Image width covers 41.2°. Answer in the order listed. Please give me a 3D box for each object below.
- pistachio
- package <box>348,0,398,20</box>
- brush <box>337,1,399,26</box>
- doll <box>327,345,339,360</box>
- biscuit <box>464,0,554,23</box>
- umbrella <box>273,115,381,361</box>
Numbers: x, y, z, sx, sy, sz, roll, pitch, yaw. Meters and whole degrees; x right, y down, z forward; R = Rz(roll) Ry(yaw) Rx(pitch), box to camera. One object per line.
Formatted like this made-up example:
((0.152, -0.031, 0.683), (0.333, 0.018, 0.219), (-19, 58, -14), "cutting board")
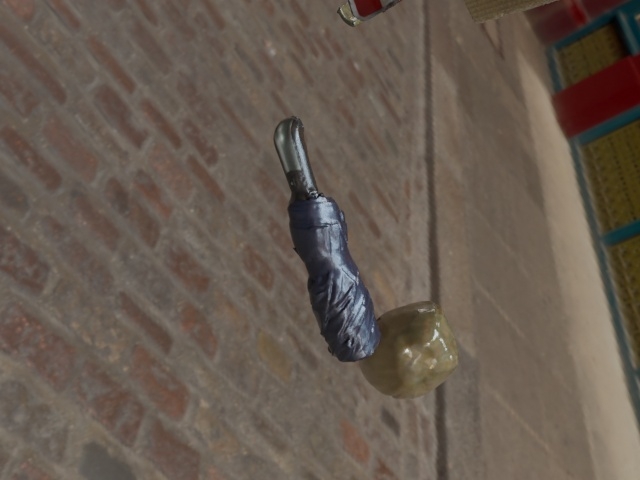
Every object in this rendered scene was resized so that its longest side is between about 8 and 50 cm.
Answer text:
((0.116, 0.150, 1.167), (0.226, 0.136, 0.135), (126, -57, -74), "pistachio")
((0.098, -0.324, 0.815), (0.030, 0.239, 0.154), (-24, 94, -48), "package")
((0.095, -0.410, 1.478), (0.043, 0.036, 0.248), (37, 40, 6), "brush")
((0.030, 0.110, 1.436), (0.070, 0.096, 0.195), (-21, 120, -28), "doll")
((0.449, -0.526, 1.607), (0.078, 0.426, 0.144), (-43, 113, -35), "biscuit")
((-0.004, 0.002, 0.841), (0.248, 0.071, 0.071), (69, 26, -8), "umbrella")
